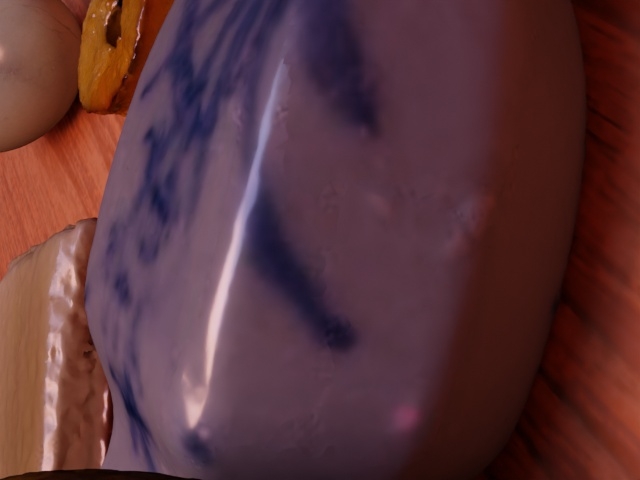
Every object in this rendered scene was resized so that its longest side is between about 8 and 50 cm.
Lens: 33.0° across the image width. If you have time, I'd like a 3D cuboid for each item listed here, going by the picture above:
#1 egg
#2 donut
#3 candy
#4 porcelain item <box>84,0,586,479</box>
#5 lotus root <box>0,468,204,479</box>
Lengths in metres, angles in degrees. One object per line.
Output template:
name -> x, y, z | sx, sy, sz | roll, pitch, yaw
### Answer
egg -> -0.347, -0.187, 1.144 | 0.264, 0.182, 0.183 | -8, 75, 51
donut -> -0.149, -0.185, 0.928 | 0.190, 0.074, 0.174 | -35, 54, 55
candy -> -0.171, 0.155, 0.812 | 0.179, 0.135, 0.321 | -15, 69, 58
porcelain item -> 0.000, 0.000, 0.532 | 0.242, 0.178, 0.405 | 31, 106, 59
lotus root -> 0.003, 0.191, 0.357 | 0.179, 0.397, 0.196 | -49, -31, -70
